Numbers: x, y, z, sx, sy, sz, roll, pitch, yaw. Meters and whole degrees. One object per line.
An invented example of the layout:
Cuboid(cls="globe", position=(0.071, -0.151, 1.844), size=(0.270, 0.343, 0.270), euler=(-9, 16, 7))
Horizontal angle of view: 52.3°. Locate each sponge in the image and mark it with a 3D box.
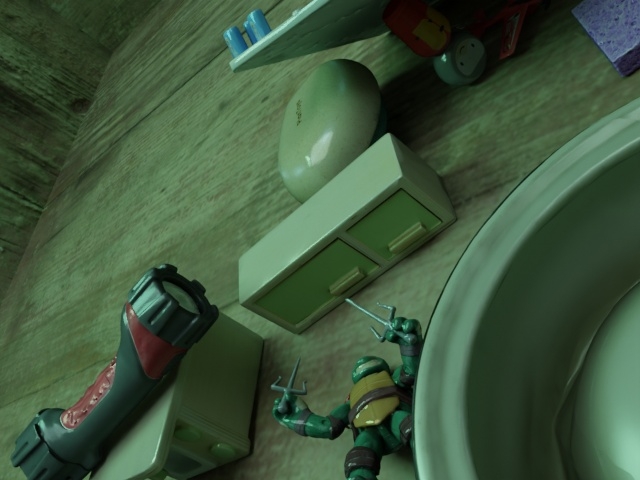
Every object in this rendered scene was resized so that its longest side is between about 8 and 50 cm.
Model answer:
Cuboid(cls="sponge", position=(0.367, -0.266, 0.650), size=(0.210, 0.031, 0.117), euler=(-37, 37, 28))

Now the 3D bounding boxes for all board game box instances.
Cuboid(cls="board game box", position=(0.120, -0.346, 0.811), size=(0.390, 0.050, 0.390), euler=(-22, 7, 42))

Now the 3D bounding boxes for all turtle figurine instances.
Cuboid(cls="turtle figurine", position=(0.050, 0.154, 0.623), size=(0.175, 0.118, 0.234), euler=(-47, 21, 11))

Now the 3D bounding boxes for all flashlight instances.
Cuboid(cls="flashlight", position=(-0.255, 0.166, 0.783), size=(0.304, 0.103, 0.103), euler=(-46, 31, 11))

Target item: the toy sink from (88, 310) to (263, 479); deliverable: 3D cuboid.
Cuboid(cls="toy sink", position=(-0.178, 0.225, 0.851), size=(0.153, 0.131, 0.234), euler=(-33, 35, 33))

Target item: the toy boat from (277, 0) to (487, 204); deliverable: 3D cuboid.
Cuboid(cls="toy boat", position=(0.070, -0.177, 0.886), size=(0.318, 0.148, 0.267), euler=(-43, 29, 33))

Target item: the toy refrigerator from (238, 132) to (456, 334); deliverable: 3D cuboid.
Cuboid(cls="toy refrigerator", position=(0.024, 0.003, 0.803), size=(0.269, 0.102, 0.094), euler=(-38, 37, 25))

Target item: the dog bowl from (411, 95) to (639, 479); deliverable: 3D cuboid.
Cuboid(cls="dog bowl", position=(0.258, 0.081, 0.345), size=(0.408, 0.150, 0.408), euler=(-31, 35, 24))

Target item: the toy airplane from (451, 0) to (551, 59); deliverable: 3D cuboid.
Cuboid(cls="toy airplane", position=(0.236, -0.290, 0.846), size=(0.151, 0.028, 0.151), euler=(-28, 51, 41))
